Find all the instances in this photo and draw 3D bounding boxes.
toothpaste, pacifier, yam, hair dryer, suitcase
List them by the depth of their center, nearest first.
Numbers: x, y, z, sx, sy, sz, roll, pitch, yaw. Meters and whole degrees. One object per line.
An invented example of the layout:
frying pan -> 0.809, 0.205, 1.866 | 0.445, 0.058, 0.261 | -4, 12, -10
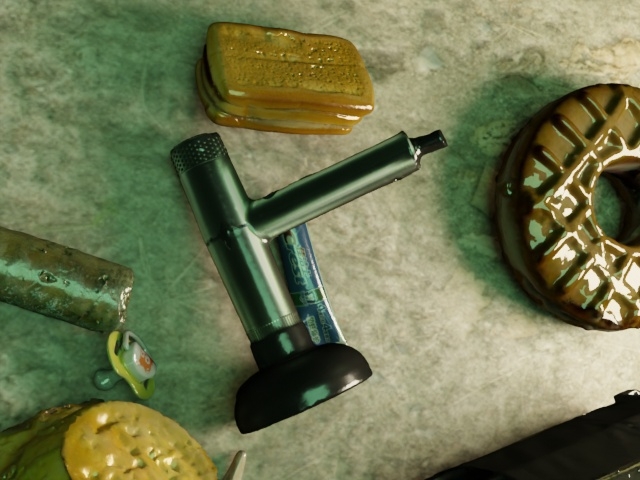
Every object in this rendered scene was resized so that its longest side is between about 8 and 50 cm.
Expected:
yam -> -0.278, 0.038, 0.944 | 0.179, 0.078, 0.078 | 20, 79, -20
hair dryer -> 0.001, 0.015, 0.972 | 0.156, 0.284, 0.320 | -12, 87, -65
pacifier -> -0.210, 0.134, 0.984 | 0.064, 0.068, 0.083 | -27, 121, 11
suitcase -> 0.273, 0.313, 1.039 | 0.434, 0.283, 0.194 | -18, 89, -23
toothpaste -> -0.019, 0.041, 1.073 | 0.057, 0.035, 0.197 | -15, 93, -6

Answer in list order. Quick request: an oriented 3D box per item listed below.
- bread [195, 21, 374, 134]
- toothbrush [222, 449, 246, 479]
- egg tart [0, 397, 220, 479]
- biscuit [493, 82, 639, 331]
bread -> -0.039, -0.177, 1.045 | 0.200, 0.077, 0.116 | 0, 50, -29
toothbrush -> -0.144, 0.406, 0.995 | 0.037, 0.028, 0.375 | 22, 78, -25
egg tart -> -0.185, 0.245, 0.872 | 0.288, 0.288, 0.118 | 25, 115, -19
biscuit -> 0.375, -0.041, 1.203 | 0.332, 0.103, 0.332 | 2, 85, -23
